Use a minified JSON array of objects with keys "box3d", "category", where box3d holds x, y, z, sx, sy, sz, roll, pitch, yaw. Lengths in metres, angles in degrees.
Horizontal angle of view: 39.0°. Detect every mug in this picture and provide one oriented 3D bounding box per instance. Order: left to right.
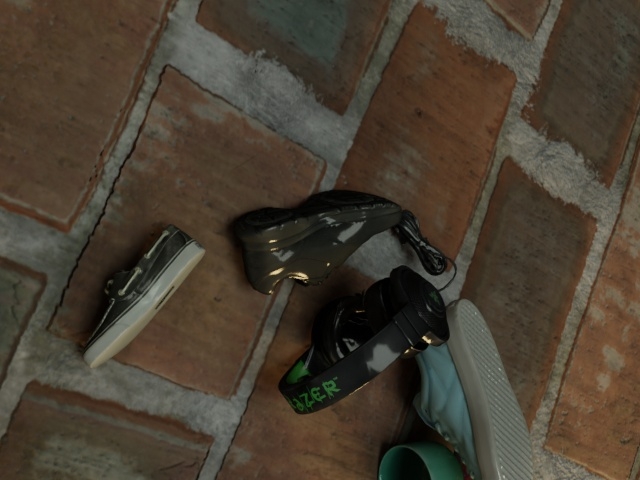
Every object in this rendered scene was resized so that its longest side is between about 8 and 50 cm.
[{"box3d":[0.167,0.404,1.515,0.097,0.158,0.129,1,69,-38],"category":"mug"}]

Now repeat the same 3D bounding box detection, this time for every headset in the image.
[{"box3d":[0.077,0.104,1.371,0.394,0.243,0.185,-38,95,-43],"category":"headset"}]

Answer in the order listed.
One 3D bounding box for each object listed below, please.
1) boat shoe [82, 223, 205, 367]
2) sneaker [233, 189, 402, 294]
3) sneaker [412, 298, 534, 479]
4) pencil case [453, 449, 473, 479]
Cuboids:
[{"box3d":[-0.251,0.073,1.218,0.070,0.078,0.219,39,72,5],"category":"boat shoe"},{"box3d":[0.000,0.000,1.381,0.286,0.109,0.130,-14,112,-27],"category":"sneaker"},{"box3d":[0.238,0.289,1.487,0.135,0.150,0.365,9,62,-49],"category":"sneaker"},{"box3d":[0.275,0.407,1.565,0.124,0.124,0.284,11,79,-36],"category":"pencil case"}]
